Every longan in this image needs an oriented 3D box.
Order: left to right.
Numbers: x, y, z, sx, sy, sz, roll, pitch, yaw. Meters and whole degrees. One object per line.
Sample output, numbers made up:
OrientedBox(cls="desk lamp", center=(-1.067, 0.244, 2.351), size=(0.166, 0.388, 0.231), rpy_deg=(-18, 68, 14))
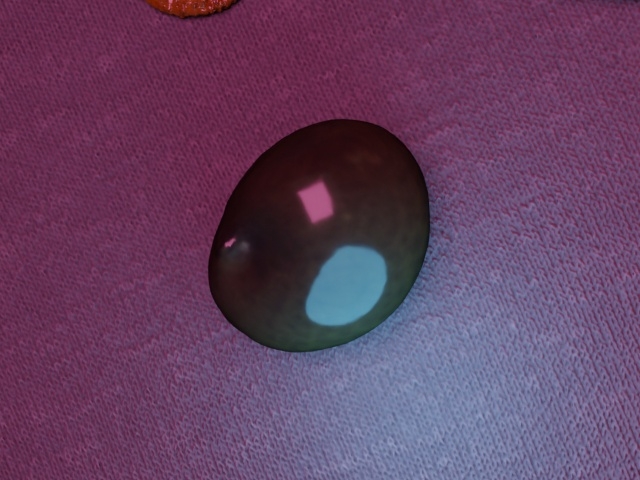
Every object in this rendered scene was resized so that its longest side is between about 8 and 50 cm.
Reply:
OrientedBox(cls="longan", center=(0.000, 0.000, 1.336), size=(0.288, 0.288, 0.350), rpy_deg=(38, 105, 11))

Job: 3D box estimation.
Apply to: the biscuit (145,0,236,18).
OrientedBox(cls="biscuit", center=(-0.197, -0.471, 1.514), size=(0.253, 0.035, 0.254), rpy_deg=(-1, 87, 12))
